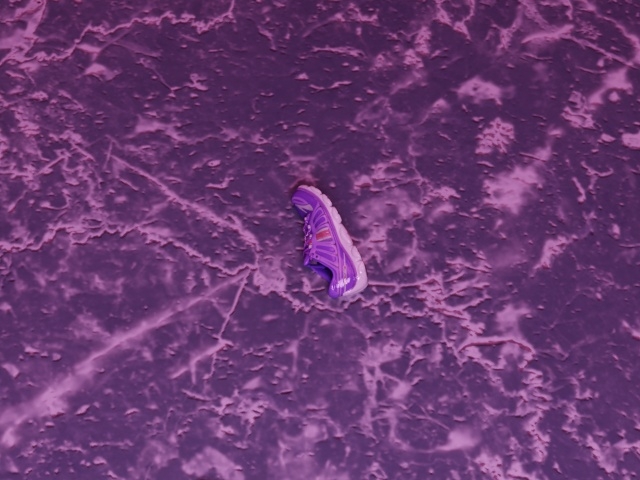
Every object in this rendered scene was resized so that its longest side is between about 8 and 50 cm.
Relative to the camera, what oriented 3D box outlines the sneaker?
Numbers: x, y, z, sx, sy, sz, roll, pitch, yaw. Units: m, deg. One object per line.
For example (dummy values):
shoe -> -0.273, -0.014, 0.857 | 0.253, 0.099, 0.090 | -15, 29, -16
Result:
sneaker -> 0.000, 0.000, 1.873 | 0.071, 0.068, 0.170 | -23, 63, -11
